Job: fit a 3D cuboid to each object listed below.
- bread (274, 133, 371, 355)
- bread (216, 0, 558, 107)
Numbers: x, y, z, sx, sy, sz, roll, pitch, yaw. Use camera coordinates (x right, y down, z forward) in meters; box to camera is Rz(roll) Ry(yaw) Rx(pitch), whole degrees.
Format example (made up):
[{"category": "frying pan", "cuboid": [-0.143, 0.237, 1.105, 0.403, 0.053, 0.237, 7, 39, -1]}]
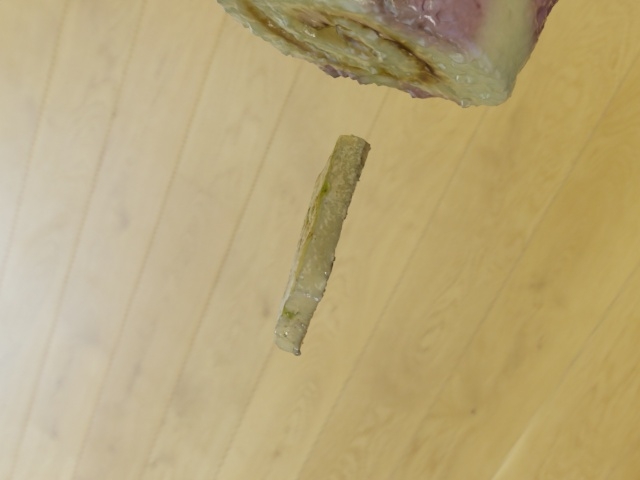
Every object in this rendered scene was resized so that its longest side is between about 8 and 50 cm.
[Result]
[{"category": "bread", "cuboid": [0.000, 0.000, 0.903, 0.028, 0.153, 0.068, 19, 141, -3]}, {"category": "bread", "cuboid": [0.092, -0.250, 0.757, 0.187, 0.338, 0.155, 20, 172, 46]}]
